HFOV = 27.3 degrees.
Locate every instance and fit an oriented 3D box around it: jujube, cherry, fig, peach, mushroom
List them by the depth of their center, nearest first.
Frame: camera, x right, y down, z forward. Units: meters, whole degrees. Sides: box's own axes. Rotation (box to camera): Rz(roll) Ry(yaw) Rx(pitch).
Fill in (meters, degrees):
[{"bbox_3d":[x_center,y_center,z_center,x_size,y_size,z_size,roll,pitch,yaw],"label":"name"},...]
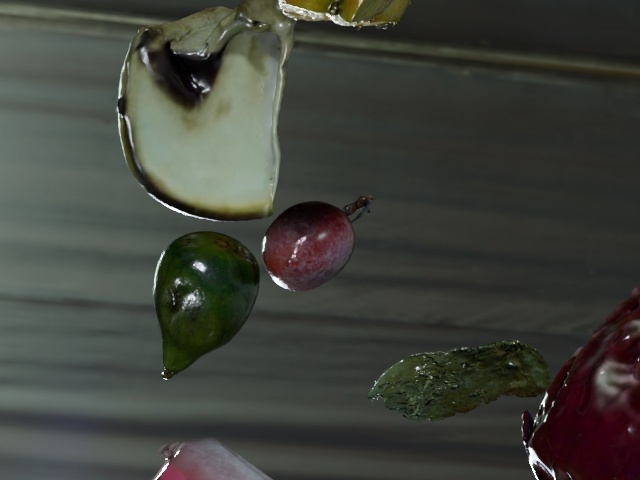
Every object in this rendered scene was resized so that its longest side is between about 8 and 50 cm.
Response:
[{"bbox_3d":[0.033,-0.241,1.121,0.151,0.151,0.118,-156,60,-82],"label":"peach"},{"bbox_3d":[0.358,0.141,1.173,0.258,0.376,0.258,43,155,26],"label":"jujube"},{"bbox_3d":[-0.130,0.080,1.428,0.117,0.117,0.178,-110,34,-73],"label":"fig"},{"bbox_3d":[0.000,0.000,1.478,0.107,0.090,0.225,-56,-12,19],"label":"cherry"},{"bbox_3d":[-0.156,-0.193,1.696,0.212,0.217,0.292,-103,20,-49],"label":"mushroom"}]

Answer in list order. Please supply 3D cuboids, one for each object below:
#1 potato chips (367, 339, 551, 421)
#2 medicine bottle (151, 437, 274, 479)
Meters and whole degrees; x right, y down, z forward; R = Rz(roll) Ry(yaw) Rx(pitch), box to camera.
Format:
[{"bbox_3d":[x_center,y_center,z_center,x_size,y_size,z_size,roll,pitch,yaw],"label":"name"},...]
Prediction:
[{"bbox_3d":[0.161,0.170,1.544,0.026,0.209,0.142,-94,11,-47],"label":"potato chips"},{"bbox_3d":[-0.105,0.265,0.892,0.247,0.147,0.147,-54,4,-8],"label":"medicine bottle"}]
